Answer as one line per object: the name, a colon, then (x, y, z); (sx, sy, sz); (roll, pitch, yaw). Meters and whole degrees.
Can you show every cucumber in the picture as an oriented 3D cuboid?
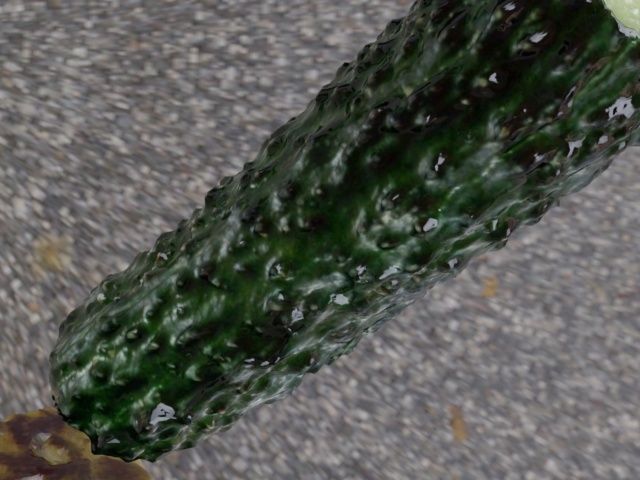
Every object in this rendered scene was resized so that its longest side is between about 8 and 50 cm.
cucumber: (0.000, 0.000, 0.681); (0.096, 0.096, 0.359); (36, 130, -17)

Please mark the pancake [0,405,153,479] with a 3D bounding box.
pancake: (-0.185, 0.165, 0.800); (0.245, 0.266, 0.057); (-3, 116, -12)
